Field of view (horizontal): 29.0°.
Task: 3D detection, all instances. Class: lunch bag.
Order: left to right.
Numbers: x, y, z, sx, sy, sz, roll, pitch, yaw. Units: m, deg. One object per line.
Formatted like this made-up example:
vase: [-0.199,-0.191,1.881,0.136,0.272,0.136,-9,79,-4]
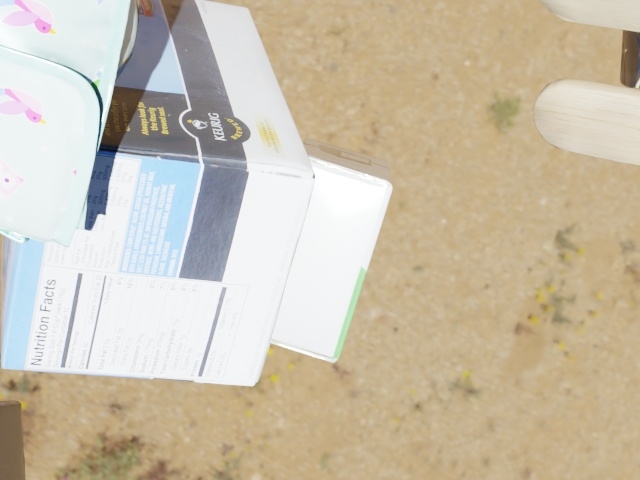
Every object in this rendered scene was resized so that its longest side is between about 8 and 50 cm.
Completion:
lunch bag: [-0.243,-0.142,0.851,0.223,0.160,0.262,15,83,-11]

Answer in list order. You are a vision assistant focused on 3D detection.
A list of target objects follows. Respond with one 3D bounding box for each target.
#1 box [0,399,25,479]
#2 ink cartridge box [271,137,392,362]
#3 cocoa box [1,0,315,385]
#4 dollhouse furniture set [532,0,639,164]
box: [-0.413,0.223,0.913,0.343,0.312,0.179,61,24,-84]
ink cartridge box: [0.000,0.000,1.474,0.289,0.121,0.211,-73,179,-82]
cocoa box: [-0.169,-0.064,1.134,0.227,0.347,0.231,6,121,-18]
dollhouse furniture set: [0.249,-0.327,1.032,0.394,0.256,0.362,82,31,-43]
